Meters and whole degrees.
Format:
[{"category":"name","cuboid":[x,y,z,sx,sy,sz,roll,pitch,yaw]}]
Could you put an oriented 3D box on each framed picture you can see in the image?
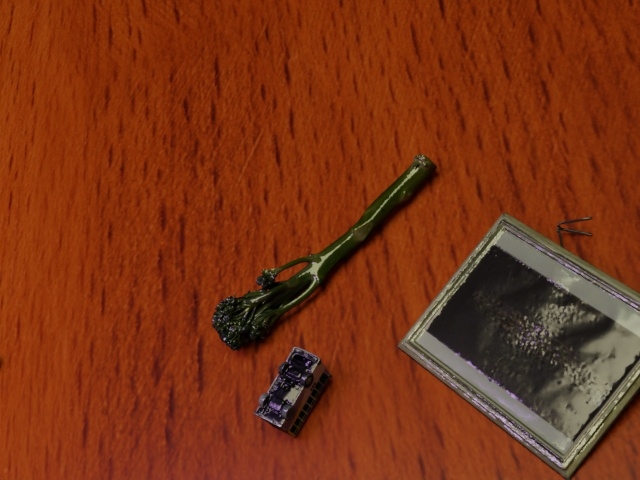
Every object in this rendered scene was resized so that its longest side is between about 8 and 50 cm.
[{"category":"framed picture","cuboid":[0.258,0.115,1.291,0.293,0.018,0.231,36,85,39]}]

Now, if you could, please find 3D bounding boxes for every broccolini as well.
[{"category":"broccolini","cuboid":[0.003,0.002,1.483,0.392,0.074,0.079,-44,56,-9]}]

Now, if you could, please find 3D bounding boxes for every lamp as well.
[{"category":"lamp","cuboid":[0.318,0.031,1.341,0.054,0.041,0.121,-6,57,32]}]

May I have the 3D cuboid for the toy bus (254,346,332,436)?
[{"category":"toy bus","cuboid":[-0.033,0.195,1.367,0.052,0.058,0.102,20,71,35]}]
